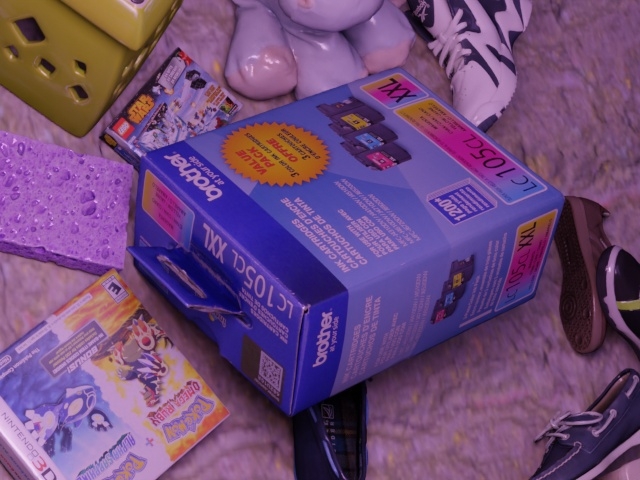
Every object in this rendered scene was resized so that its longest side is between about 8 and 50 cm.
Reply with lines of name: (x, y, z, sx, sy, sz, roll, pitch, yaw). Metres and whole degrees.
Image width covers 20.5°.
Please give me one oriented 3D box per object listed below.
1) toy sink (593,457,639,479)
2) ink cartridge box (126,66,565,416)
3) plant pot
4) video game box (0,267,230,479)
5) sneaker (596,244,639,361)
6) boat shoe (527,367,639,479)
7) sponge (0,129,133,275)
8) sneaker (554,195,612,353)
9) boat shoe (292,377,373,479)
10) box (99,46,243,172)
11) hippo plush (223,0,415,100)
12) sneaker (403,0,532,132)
toy sink: (0.389, 0.299, 1.899, 0.234, 0.131, 0.153, -13, 76, -37)
ink cartridge box: (0.000, 0.000, 1.735, 0.395, 0.151, 0.270, -24, 49, -32)
plant pot: (-0.239, -0.279, 1.755, 0.228, 0.207, 0.227, 36, 57, -10)
video game box: (-0.216, 0.156, 1.679, 0.205, 0.048, 0.187, -40, 94, -34)
sneaker: (0.393, 0.090, 1.972, 0.235, 0.097, 0.084, 53, 39, -25)
boat shoe: (0.281, 0.214, 1.895, 0.254, 0.095, 0.079, -29, 85, -37)
sponge: (-0.289, -0.043, 1.732, 0.210, 0.031, 0.117, 15, 63, -23)
sneaker: (0.312, 0.038, 2.005, 0.071, 0.066, 0.188, 7, 67, -27)
boat shoe: (0.021, 0.139, 1.789, 0.109, 0.089, 0.258, -1, 70, -29)
box: (-0.154, -0.124, 1.842, 0.094, 0.027, 0.137, 42, 56, -8)
hippo plush: (0.014, -0.297, 1.865, 0.234, 0.236, 0.294, -7, 73, -21)
sneaker: (0.147, -0.225, 2.010, 0.153, 0.094, 0.235, 28, 59, -14)
